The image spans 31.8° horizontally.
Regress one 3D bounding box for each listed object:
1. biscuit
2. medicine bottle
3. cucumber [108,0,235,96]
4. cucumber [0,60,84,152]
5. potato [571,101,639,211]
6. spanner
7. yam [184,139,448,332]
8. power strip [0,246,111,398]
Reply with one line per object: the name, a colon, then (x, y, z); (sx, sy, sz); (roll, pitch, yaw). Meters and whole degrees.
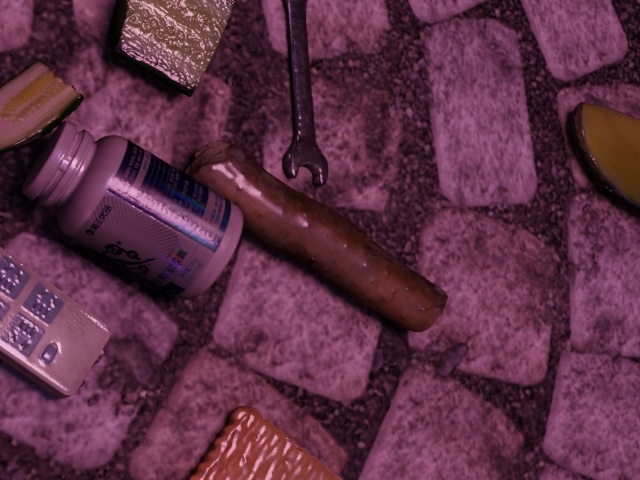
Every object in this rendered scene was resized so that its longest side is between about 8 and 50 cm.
biscuit: (-0.087, 0.302, 1.097); (0.160, 0.030, 0.249); (41, 65, -17)
medicine bottle: (-0.177, -0.031, 1.060); (0.191, 0.107, 0.107); (31, 68, -21)
cucumber: (-0.156, -0.216, 1.130); (0.115, 0.062, 0.116); (27, 77, -21)
cucumber: (-0.280, -0.115, 1.057); (0.067, 0.035, 0.107); (37, 62, 16)
potato: (0.384, -0.099, 1.412); (0.198, 0.054, 0.119); (28, 70, -17)
spanner: (-0.022, -0.184, 1.223); (0.054, 0.015, 0.254); (0, 82, -28)
yam: (0.000, 0.000, 1.175); (0.317, 0.071, 0.067); (34, 107, -20)
power strip: (-0.282, 0.066, 1.024); (0.192, 0.035, 0.081); (40, 56, -18)
